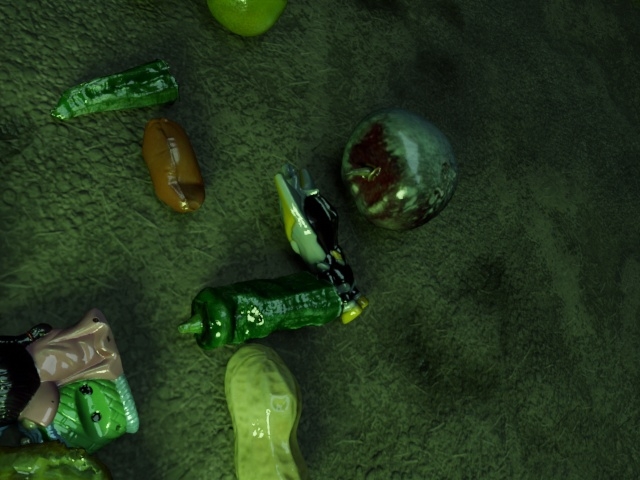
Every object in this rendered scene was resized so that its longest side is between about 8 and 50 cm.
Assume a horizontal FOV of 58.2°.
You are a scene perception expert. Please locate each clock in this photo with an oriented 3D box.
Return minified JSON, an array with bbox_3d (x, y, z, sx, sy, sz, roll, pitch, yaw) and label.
[{"bbox_3d":[-0.356,0.202,0.750,0.195,0.100,0.194,-13,78,-37],"label":"clock"}]

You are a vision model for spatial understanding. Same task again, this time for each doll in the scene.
[{"bbox_3d":[0.001,-0.001,1.090,0.145,0.103,0.316,-29,92,-45],"label":"doll"}]

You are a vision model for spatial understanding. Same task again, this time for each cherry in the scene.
[{"bbox_3d":[0.165,-0.148,1.205,0.296,0.218,0.255,-10,74,-49],"label":"cherry"}]

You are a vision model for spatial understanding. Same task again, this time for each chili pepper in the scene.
[{"bbox_3d":[-0.357,-0.248,0.997,0.227,0.059,0.088,-32,100,-37],"label":"chili pepper"},{"bbox_3d":[-0.108,0.114,0.952,0.270,0.099,0.136,-13,42,-34],"label":"chili pepper"}]

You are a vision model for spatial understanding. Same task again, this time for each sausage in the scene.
[{"bbox_3d":[-0.254,-0.126,0.995,0.089,0.089,0.179,-13,79,-38],"label":"sausage"}]

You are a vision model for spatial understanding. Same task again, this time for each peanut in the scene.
[{"bbox_3d":[-0.075,0.290,0.883,0.111,0.125,0.274,11,61,-52],"label":"peanut"}]

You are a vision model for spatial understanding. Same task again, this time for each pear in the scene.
[{"bbox_3d":[-0.177,-0.518,1.195,0.216,0.166,0.180,-5,82,-9],"label":"pear"}]

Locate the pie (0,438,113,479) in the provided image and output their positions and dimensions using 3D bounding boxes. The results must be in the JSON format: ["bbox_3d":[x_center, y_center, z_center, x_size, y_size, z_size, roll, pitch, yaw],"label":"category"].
[{"bbox_3d":[-0.365,0.393,0.619,0.288,0.103,0.355,49,62,-19],"label":"pie"}]
